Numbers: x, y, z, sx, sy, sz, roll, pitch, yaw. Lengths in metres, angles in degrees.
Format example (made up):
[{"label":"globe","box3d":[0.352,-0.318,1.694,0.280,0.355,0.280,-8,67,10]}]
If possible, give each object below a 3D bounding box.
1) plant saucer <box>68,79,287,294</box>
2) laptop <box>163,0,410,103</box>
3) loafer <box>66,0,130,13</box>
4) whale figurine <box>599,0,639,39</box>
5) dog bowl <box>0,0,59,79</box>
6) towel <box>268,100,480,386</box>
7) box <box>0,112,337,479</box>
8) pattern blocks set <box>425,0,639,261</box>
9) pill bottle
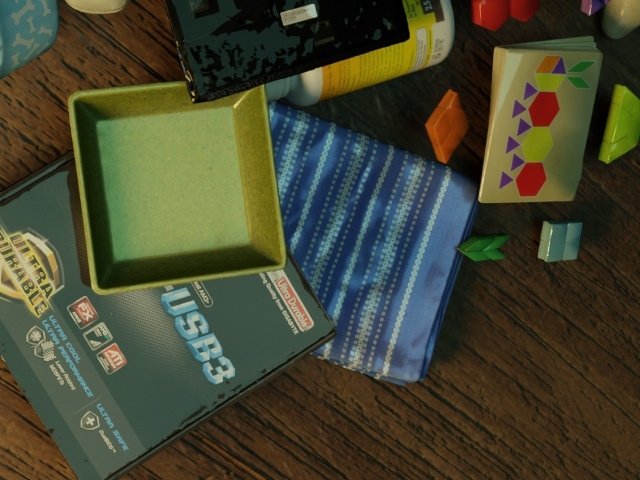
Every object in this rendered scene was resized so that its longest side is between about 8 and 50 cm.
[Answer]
[{"label":"plant saucer","box3d":[-0.136,-0.054,1.451,0.188,0.045,0.188,-8,92,-17]},{"label":"laptop","box3d":[-0.070,-0.289,1.489,0.234,0.136,0.264,-19,102,-19]},{"label":"loafer","box3d":[-0.188,-0.357,1.346,0.112,0.111,0.320,2,76,-5]},{"label":"whale figurine","box3d":[0.320,-0.356,1.673,0.216,0.141,0.272,-27,130,-4]},{"label":"dog bowl","box3d":[-0.318,-0.288,1.380,0.074,0.166,0.297,-24,106,-30]},{"label":"towel","box3d":[0.000,0.000,1.617,0.336,0.040,0.243,19,88,-24]},{"label":"box","box3d":[-0.179,0.044,1.501,0.293,0.073,0.296,-31,100,-11]},{"label":"pattern blocks set","box3d":[0.234,-0.131,1.657,0.285,0.026,0.325,7,104,-34]},{"label":"pill bottle","box3d":[0.019,-0.206,1.553,0.215,0.117,0.117,-20,104,-20]}]
